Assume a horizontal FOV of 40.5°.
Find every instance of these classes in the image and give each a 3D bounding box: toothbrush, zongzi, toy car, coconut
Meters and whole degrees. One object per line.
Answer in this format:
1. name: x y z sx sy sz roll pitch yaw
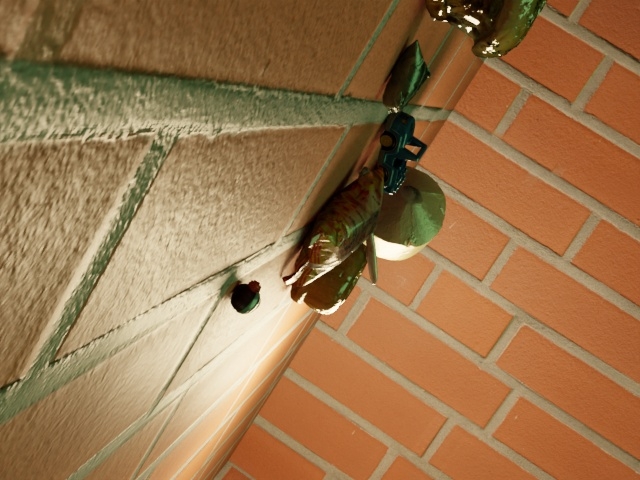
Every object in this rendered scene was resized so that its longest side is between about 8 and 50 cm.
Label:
1. toothbrush: 0.114 -0.028 2.060 0.029 0.025 0.307 -37 129 -47
2. zongzi: 0.143 -0.286 1.521 0.109 0.055 0.119 -54 162 -4
3. toy car: 0.176 -0.190 1.918 0.097 0.100 0.191 -53 157 -55
4. coconut: 0.203 -0.076 2.253 0.239 0.239 0.244 -55 174 -16

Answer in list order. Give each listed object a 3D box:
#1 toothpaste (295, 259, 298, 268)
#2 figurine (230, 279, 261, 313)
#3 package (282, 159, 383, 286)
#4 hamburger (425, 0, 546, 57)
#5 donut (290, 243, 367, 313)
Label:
1. toothpaste: -0.048 0.059 1.951 0.083 0.019 0.027 109 -9 -71
2. figurine: -0.118 0.095 1.435 0.060 0.047 0.106 -47 175 -5
3. package: 0.045 -0.025 1.843 0.288 0.108 0.223 -50 170 -32
4. hamburger: 0.266 -0.388 1.366 0.192 0.167 0.288 -62 173 23
5. donut: 0.031 0.073 2.146 0.209 0.128 0.261 -60 174 18
